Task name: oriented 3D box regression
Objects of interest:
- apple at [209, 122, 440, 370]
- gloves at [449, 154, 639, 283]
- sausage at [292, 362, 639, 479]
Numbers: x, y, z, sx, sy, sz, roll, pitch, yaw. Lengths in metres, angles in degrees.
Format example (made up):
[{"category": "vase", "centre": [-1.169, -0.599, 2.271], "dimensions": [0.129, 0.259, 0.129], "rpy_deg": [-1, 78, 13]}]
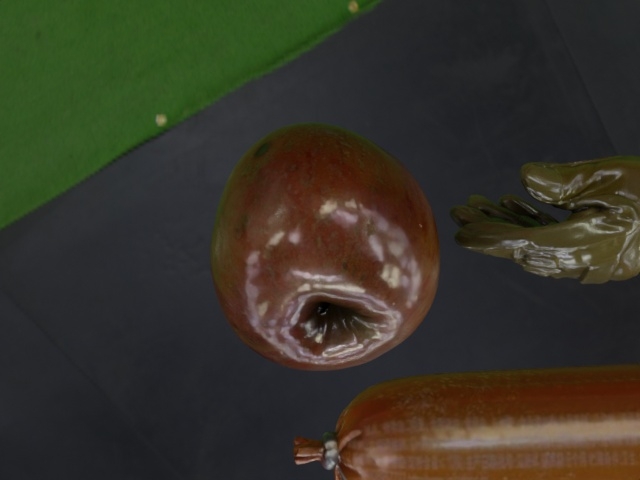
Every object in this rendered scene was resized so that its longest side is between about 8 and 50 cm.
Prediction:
[{"category": "apple", "centre": [0.000, 0.000, 1.089], "dimensions": [0.253, 0.253, 0.253], "rpy_deg": [-4, 122, -7]}, {"category": "gloves", "centre": [0.306, -0.023, 1.188], "dimensions": [0.331, 0.154, 0.141], "rpy_deg": [-14, 82, -9]}, {"category": "sausage", "centre": [0.164, 0.064, 0.364], "dimensions": [0.347, 0.053, 0.053], "rpy_deg": [-3, 122, -1]}]
